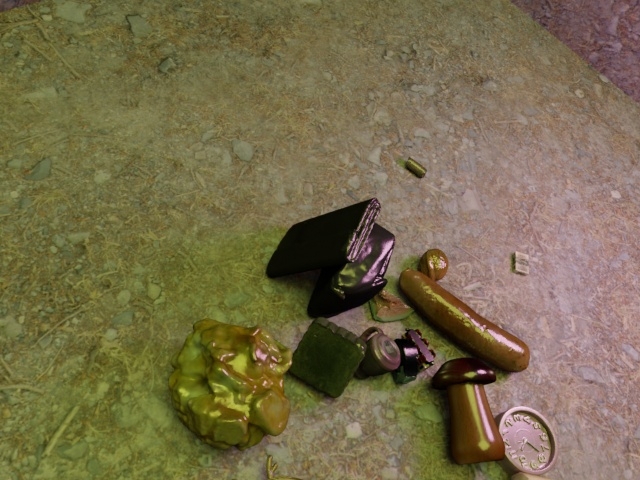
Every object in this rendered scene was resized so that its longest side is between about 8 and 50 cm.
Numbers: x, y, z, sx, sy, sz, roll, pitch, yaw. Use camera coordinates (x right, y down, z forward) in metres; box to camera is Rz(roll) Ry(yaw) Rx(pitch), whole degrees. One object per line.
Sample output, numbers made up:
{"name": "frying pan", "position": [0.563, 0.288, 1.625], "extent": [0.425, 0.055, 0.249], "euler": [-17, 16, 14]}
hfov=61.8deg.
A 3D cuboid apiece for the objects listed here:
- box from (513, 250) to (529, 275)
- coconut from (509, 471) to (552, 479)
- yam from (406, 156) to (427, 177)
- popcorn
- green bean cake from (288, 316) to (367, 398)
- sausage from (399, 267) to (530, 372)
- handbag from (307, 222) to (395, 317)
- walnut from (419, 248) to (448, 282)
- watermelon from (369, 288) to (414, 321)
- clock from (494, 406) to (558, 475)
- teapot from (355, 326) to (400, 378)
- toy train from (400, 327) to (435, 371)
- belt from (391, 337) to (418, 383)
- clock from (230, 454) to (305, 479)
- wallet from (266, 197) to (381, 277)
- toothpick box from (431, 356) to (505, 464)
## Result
{"name": "box", "position": [0.748, 0.086, 1.995], "extent": [0.054, 0.024, 0.083], "euler": [15, 57, -4]}
{"name": "coconut", "position": [0.586, 0.728, 1.493], "extent": [0.152, 0.147, 0.147], "euler": [13, 57, -10]}
{"name": "yam", "position": [0.376, -0.288, 2.109], "extent": [0.094, 0.043, 0.043], "euler": [37, 57, 10]}
{"name": "popcorn", "position": [-0.231, 0.386, 1.429], "extent": [0.292, 0.293, 0.334], "euler": [41, 46, -44]}
{"name": "green bean cake", "position": [0.023, 0.334, 1.551], "extent": [0.183, 0.185, 0.094], "euler": [30, 17, 9]}
{"name": "sausage", "position": [0.461, 0.266, 1.748], "extent": [0.500, 0.123, 0.136], "euler": [35, 55, 8]}
{"name": "handbag", "position": [0.102, 0.122, 1.638], "extent": [0.177, 0.302, 0.275], "euler": [26, 58, -7]}
{"name": "walnut", "position": [0.391, 0.088, 1.851], "extent": [0.105, 0.105, 0.124], "euler": [12, 58, -8]}
{"name": "watermelon", "position": [0.226, 0.218, 1.750], "extent": [0.155, 0.080, 0.101], "euler": [23, 64, -19]}
{"name": "clock", "position": [0.612, 0.608, 1.614], "extent": [0.196, 0.068, 0.197], "euler": [7, 59, -11]}
{"name": "teapot", "position": [0.150, 0.342, 1.603], "extent": [0.116, 0.146, 0.148], "euler": [-6, 61, -52]}
{"name": "toy train", "position": [0.303, 0.342, 1.681], "extent": [0.050, 0.087, 0.138], "euler": [-19, 63, -33]}
{"name": "belt", "position": [0.252, 0.368, 1.635], "extent": [0.058, 0.105, 0.140], "euler": [-2, 86, -21]}
{"name": "clock", "position": [-0.101, 0.710, 1.339], "extent": [0.235, 0.096, 0.308], "euler": [-24, 68, -25]}
{"name": "wallet", "position": [-0.001, -0.001, 1.627], "extent": [0.062, 0.406, 0.228], "euler": [44, 57, -22]}
{"name": "toothpick box", "position": [0.437, 0.495, 1.569], "extent": [0.192, 0.192, 0.294], "euler": [1, 64, -15]}
